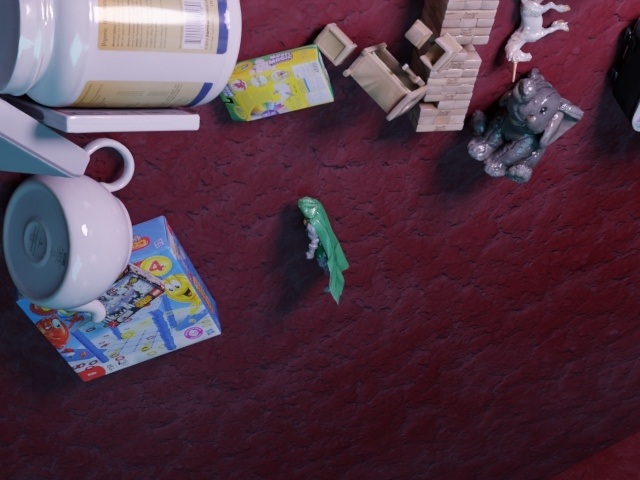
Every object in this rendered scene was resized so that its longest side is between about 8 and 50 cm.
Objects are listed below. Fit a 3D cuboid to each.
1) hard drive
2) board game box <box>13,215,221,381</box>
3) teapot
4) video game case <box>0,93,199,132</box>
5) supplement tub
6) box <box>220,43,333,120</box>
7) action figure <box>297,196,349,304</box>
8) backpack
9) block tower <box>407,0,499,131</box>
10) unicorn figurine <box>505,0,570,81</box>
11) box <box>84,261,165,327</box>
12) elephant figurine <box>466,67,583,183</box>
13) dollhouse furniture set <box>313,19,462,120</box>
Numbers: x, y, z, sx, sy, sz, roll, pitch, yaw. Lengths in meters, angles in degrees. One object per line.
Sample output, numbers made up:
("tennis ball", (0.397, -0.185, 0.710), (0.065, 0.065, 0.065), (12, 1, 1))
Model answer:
("hard drive", (-0.524, -0.165, 1.470), (0.353, 0.047, 0.233), (7, 161, 44))
("board game box", (-0.388, 0.121, 1.992), (0.308, 0.086, 0.302), (-20, 140, 3))
("teapot", (-0.409, -0.009, 1.750), (0.187, 0.252, 0.256), (-7, 160, -47))
("video game case", (-0.337, -0.193, 1.492), (0.204, 0.285, 0.025), (-6, 108, -38))
("supplement tub", (-0.293, -0.296, 1.396), (0.316, 0.228, 0.228), (-5, 141, -36))
("box", (-0.077, -0.257, 1.690), (0.179, 0.043, 0.105), (-13, 141, 10))
("action figure", (0.000, 0.000, 1.991), (0.063, 0.137, 0.232), (-10, 133, 10))
("backpack", (0.685, -0.306, 1.832), (0.254, 0.191, 0.225), (-12, 139, -15))
("block tower", (0.217, -0.336, 1.689), (0.097, 0.091, 0.335), (-5, 138, -16))
("unicorn figurine", (0.368, -0.367, 1.743), (0.111, 0.060, 0.162), (-13, 125, 1))
("box", (-0.369, 0.103, 1.888), (0.137, 0.027, 0.094), (-35, 138, 20))
("elephant figurine", (0.378, -0.224, 1.813), (0.169, 0.186, 0.239), (21, 139, -9))
("dollhouse furniture set", (0.117, -0.321, 1.656), (0.161, 0.182, 0.101), (-46, 174, 29))
